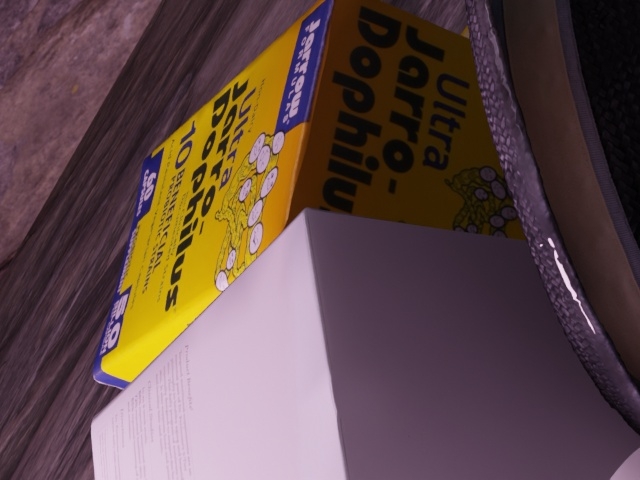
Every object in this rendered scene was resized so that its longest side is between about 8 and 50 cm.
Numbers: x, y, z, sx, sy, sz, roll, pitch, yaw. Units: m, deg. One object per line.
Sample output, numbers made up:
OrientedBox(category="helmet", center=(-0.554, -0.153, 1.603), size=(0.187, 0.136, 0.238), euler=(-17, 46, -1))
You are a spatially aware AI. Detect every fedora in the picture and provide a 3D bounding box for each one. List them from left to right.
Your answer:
OrientedBox(category="fedora", center=(0.190, -0.068, 0.905), size=(0.152, 0.334, 0.334), euler=(-19, 36, 21))

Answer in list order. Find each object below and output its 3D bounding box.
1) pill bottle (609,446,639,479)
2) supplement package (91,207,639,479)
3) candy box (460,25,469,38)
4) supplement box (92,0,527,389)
OrientedBox(category="pill bottle", center=(0.187, 0.165, 0.618), size=(0.162, 0.162, 0.278), euler=(-59, 16, 11))
OrientedBox(category="supplement package", center=(0.026, 0.140, 0.985), size=(0.262, 0.198, 0.199), euler=(-44, 47, 48))
OrientedBox(category="candy box", center=(0.143, -0.136, 1.460), size=(0.105, 0.027, 0.206), euler=(-56, 17, 34))
OrientedBox(category="supplement box", center=(0.000, 0.000, 1.341), size=(0.356, 0.195, 0.194), euler=(-34, 40, 58))
